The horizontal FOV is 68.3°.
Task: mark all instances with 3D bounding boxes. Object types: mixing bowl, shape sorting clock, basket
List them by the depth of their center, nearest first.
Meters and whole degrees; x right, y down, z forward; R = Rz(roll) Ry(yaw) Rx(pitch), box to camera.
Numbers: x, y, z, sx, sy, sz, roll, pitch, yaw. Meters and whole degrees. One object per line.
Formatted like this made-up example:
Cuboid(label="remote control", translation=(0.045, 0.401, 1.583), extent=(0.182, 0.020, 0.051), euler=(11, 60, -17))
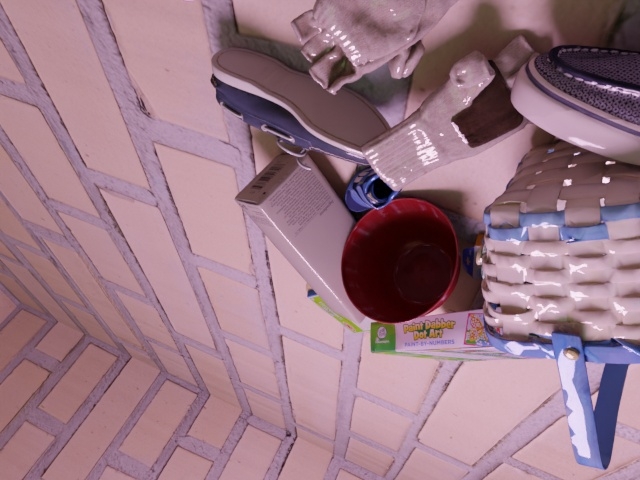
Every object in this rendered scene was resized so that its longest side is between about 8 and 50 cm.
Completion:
Cuboid(label="basket", translation=(0.287, 0.047, 0.496), extent=(0.201, 0.255, 0.288), euler=(-9, 112, 41))
Cuboid(label="mixing bowl", translation=(0.132, 0.038, 0.690), extent=(0.182, 0.181, 0.098), euler=(-1, 163, 38))
Cuboid(label="shape sorting clock", translation=(0.066, 0.128, 0.943), extent=(0.206, 0.040, 0.206), euler=(18, 147, 12))

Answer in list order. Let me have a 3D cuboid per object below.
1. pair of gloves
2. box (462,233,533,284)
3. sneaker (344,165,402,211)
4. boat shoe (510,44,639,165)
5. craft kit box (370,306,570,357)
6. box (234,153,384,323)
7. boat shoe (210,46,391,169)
Cuboid(label="pair of gloves", translation=(0.104, -0.168, 0.456), extent=(0.204, 0.042, 0.240), euler=(-25, 125, 19))
Cuboid(label="box", translation=(0.276, 0.034, 0.679), extent=(0.136, 0.028, 0.081), euler=(14, 143, 26))
Cuboid(label="sneaker", translation=(0.073, -0.071, 0.663), extent=(0.053, 0.059, 0.144), euler=(36, 148, -11))
Cuboid(label="boat shoe", translation=(0.336, -0.134, 0.347), extent=(0.341, 0.127, 0.158), euler=(14, 138, 8))
Cuboid(label="craft kit box", translation=(0.250, 0.152, 0.726), extent=(0.250, 0.060, 0.247), euler=(15, 156, -37))
Cuboid(label="box", translation=(0.000, 0.000, 0.747), extent=(0.094, 0.113, 0.275), euler=(17, 149, 56))
Cuboid(label="boat shoe", translation=(-0.030, -0.156, 0.597), extent=(0.255, 0.095, 0.079), euler=(26, 145, 8))
